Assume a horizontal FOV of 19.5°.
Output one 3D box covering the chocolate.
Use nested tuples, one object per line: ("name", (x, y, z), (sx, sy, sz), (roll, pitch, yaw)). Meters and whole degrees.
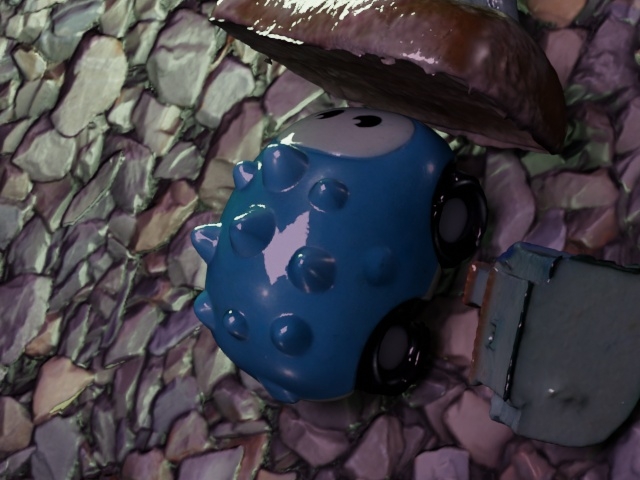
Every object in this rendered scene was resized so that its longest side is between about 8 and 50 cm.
("chocolate", (0.060, -0.158, 1.507), (0.303, 0.185, 0.100), (15, 83, 47))

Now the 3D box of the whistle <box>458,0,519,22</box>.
("whistle", (0.115, -0.255, 1.606), (0.180, 0.093, 0.269), (-48, 46, 39))

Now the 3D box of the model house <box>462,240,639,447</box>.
("model house", (0.167, 0.066, 1.403), (0.148, 0.119, 0.148), (-148, 69, -65))

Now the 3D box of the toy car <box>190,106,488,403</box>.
("toy car", (0.000, 0.000, 1.492), (0.188, 0.190, 0.255), (17, 76, 41))
